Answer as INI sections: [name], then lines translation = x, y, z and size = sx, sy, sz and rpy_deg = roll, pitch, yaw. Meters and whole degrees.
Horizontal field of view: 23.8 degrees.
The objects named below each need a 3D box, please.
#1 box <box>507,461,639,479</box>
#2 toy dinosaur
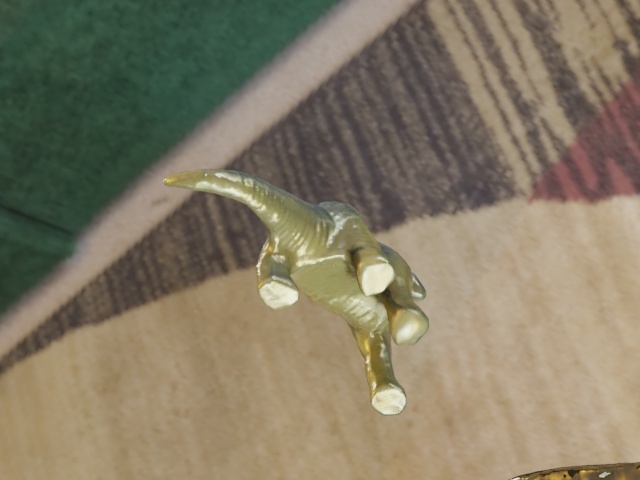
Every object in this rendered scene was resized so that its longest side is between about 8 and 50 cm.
[box]
translation = 0.239, 0.183, 1.055
size = 0.212, 0.201, 0.042
rpy_deg = -7, 73, 24
[toy dinosaur]
translation = 0.000, 0.000, 0.925
size = 0.075, 0.247, 0.188
rpy_deg = -45, 27, 12
